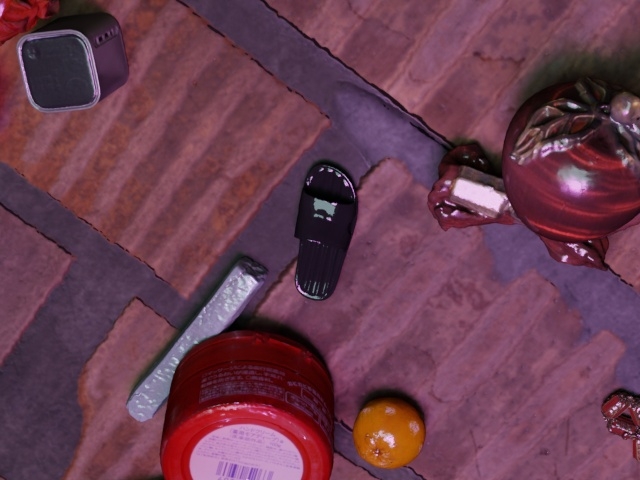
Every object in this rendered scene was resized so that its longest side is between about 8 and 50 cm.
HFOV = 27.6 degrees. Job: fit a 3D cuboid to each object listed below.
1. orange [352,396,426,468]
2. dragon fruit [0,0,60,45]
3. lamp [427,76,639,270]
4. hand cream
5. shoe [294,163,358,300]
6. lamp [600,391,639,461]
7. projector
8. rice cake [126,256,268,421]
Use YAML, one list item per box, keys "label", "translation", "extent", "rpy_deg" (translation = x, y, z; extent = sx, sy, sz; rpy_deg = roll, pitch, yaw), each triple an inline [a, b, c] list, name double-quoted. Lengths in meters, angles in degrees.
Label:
- label: "orange"
  translation: [0.076, 0.213, 1.435]
  extent: [0.083, 0.070, 0.083]
  rpy_deg: [7, 118, 14]
- label: "dragon fruit"
  translation: [-0.345, -0.275, 1.276]
  extent: [0.209, 0.172, 0.172]
  rpy_deg: [-9, 111, 2]
- label: "lamp"
  translation: [0.224, -0.063, 1.237]
  extent: [0.215, 0.151, 0.223]
  rpy_deg: [25, 118, 7]
- label: "hand cream"
  translation: [-0.078, 0.206, 1.418]
  extent: [0.193, 0.125, 0.193]
  rpy_deg: [1, 122, 1]
- label: "shoe"
  translation: [0.000, 0.000, 1.374]
  extent: [0.062, 0.053, 0.159]
  rpy_deg: [15, 118, 11]
- label: "lamp"
  translation: [0.338, 0.195, 1.385]
  extent: [0.083, 0.031, 0.063]
  rpy_deg: [46, 115, -3]
- label: "projector"
  translation: [-0.254, -0.184, 1.340]
  extent: [0.083, 0.082, 0.083]
  rpy_deg: [-4, 111, 16]
- label: "rice cake"
  translation: [-0.143, 0.115, 1.461]
  extent: [0.042, 0.045, 0.245]
  rpy_deg: [39, 116, -5]
